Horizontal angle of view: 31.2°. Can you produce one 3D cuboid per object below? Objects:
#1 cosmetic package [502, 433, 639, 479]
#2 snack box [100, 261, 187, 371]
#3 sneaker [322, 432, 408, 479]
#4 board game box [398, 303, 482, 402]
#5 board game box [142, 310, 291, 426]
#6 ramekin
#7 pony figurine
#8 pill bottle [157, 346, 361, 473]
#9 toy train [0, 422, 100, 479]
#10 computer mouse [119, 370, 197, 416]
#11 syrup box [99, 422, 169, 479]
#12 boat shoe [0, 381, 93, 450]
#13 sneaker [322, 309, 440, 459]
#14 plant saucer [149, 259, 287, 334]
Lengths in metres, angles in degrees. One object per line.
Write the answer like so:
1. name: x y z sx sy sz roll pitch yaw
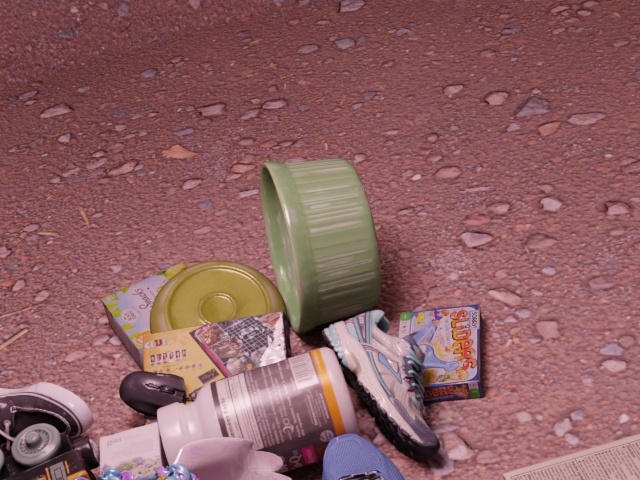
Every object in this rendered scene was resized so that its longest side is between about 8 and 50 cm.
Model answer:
1. cosmetic package: 0.394 0.339 1.424 0.296 0.129 0.153 -15 29 0
2. snack box: -0.283 0.139 2.095 0.174 0.070 0.207 -24 32 -18
3. sneaker: 0.080 0.354 1.508 0.130 0.147 0.330 -18 33 -9
4. board game box: 0.193 0.182 1.856 0.136 0.035 0.201 -8 32 12
5. board game box: -0.167 0.215 1.877 0.243 0.042 0.165 -10 61 7
6. ramekin: 0.000 0.000 1.993 0.148 0.303 0.303 -11 30 -10
7. pony figurine: -0.206 0.397 1.405 0.363 0.351 0.302 -34 53 26
8. pill bottle: -0.091 0.272 1.710 0.278 0.162 0.162 -17 31 -3
9. toy train: -0.477 0.402 1.696 0.334 0.142 0.190 -21 41 -10
10. computer mouse: -0.209 0.246 1.822 0.242 0.041 0.071 4 63 14
11. syrup box: -0.263 0.380 1.668 0.093 0.096 0.237 -15 30 -3
12. boat shoe: -0.513 0.300 1.896 0.301 0.108 0.102 1 34 29
13. sneaker: 0.112 0.203 1.731 0.122 0.110 0.283 -30 49 -8
14. plant saucer: -0.177 0.127 1.996 0.241 0.037 0.241 2 57 -3
